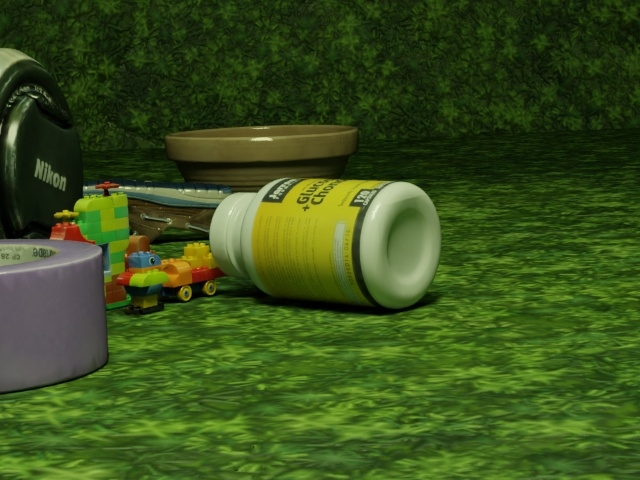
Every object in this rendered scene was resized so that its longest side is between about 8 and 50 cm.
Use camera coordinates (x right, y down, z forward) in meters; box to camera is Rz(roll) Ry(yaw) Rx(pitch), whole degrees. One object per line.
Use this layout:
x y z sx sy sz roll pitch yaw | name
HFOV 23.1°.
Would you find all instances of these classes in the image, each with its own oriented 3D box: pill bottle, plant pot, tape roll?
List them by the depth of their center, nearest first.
-0.243 0.050 1.080 0.189 0.080 0.189 -1 7 0 | tape roll
0.000 0.000 1.294 0.184 0.103 0.103 4 9 38 | pill bottle
-0.070 -0.082 1.922 0.237 0.109 0.237 -2 8 0 | plant pot

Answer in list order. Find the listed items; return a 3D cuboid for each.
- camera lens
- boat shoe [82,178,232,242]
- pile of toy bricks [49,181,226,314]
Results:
-0.360 -0.054 1.366 0.274 0.219 0.219 0 8 14 | camera lens
-0.190 -0.031 1.726 0.183 0.066 0.066 3 9 -4 | boat shoe
-0.180 0.004 1.305 0.118 0.105 0.212 3 9 38 | pile of toy bricks
